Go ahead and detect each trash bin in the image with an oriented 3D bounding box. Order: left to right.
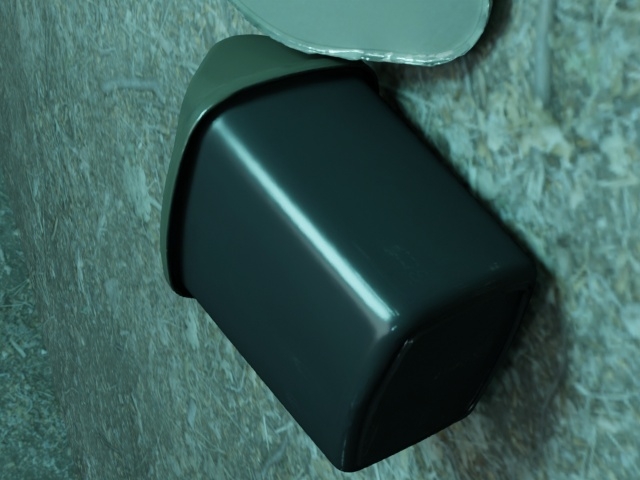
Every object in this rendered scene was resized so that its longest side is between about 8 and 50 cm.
[{"bbox_3d":[0.000,0.000,0.711,0.290,0.182,0.210,49,141,32],"label":"trash bin"}]

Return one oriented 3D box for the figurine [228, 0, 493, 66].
[{"bbox_3d":[0.022,-0.231,0.676,0.249,0.141,0.167,31,141,4],"label":"figurine"}]
